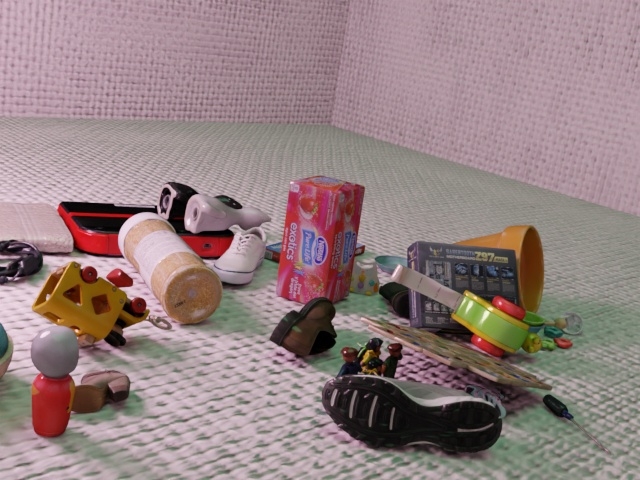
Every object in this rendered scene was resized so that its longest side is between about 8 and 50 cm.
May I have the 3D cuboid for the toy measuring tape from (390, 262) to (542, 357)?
[{"bbox_3d":[0.294,0.140,1.678,0.330,0.121,0.121,28,13,-9],"label":"toy measuring tape"}]

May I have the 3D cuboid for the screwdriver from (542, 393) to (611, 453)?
[{"bbox_3d":[0.430,0.304,1.436,0.025,0.024,0.170,-27,30,-17],"label":"screwdriver"}]

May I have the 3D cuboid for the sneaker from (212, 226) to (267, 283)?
[{"bbox_3d":[-0.181,0.028,1.936,0.094,0.091,0.258,11,15,4],"label":"sneaker"}]

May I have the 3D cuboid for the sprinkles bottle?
[{"bbox_3d":[-0.308,0.047,1.731,0.121,0.121,0.355,2,17,-27],"label":"sprinkles bottle"}]

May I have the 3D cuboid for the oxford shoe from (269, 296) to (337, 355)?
[{"bbox_3d":[-0.011,0.168,1.591,0.096,0.083,0.227,33,21,11],"label":"oxford shoe"}]

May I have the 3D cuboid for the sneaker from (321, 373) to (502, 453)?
[{"bbox_3d":[0.131,0.259,1.306,0.271,0.100,0.108,12,4,-8],"label":"sneaker"}]

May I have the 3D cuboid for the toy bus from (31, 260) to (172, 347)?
[{"bbox_3d":[-0.376,0.124,1.437,0.202,0.191,0.104,13,59,15],"label":"toy bus"}]

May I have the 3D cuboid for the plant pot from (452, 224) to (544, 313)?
[{"bbox_3d":[0.397,0.069,1.989,0.188,0.205,0.205,-1,8,29],"label":"plant pot"}]

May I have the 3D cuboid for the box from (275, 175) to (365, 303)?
[{"bbox_3d":[0.000,0.000,1.832,0.122,0.257,0.128,15,16,25],"label":"box"}]

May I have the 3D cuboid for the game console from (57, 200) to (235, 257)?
[{"bbox_3d":[-0.422,-0.029,2.094,0.386,0.060,0.342,2,13,-26],"label":"game console"}]

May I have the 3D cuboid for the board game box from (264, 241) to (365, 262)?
[{"bbox_3d":[-0.014,0.025,2.174,0.145,0.027,0.281,19,18,27],"label":"board game box"}]

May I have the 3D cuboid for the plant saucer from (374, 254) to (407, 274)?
[{"bbox_3d":[0.192,0.065,2.163,0.119,0.021,0.119,9,16,-3],"label":"plant saucer"}]

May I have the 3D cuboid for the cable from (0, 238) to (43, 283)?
[{"bbox_3d":[-0.637,0.041,1.720,0.150,0.047,0.184,4,18,0],"label":"cable"}]

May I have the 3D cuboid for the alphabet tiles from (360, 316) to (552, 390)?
[{"bbox_3d":[0.242,0.200,1.530,0.285,0.011,0.342,21,2,38],"label":"alphabet tiles"}]

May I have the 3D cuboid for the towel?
[{"bbox_3d":[-0.672,-0.029,1.935,0.187,0.049,0.282,0,19,-26],"label":"towel"}]

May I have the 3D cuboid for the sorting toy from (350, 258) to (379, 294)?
[{"bbox_3d":[0.095,0.080,1.947,0.083,0.075,0.045,11,15,6],"label":"sorting toy"}]

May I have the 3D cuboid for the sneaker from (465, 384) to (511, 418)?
[{"bbox_3d":[0.298,0.268,1.453,0.069,0.038,0.098,1,18,-27],"label":"sneaker"}]

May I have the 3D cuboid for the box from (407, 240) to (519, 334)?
[{"bbox_3d":[0.298,0.102,1.793,0.232,0.183,0.059,5,-18,-17],"label":"box"}]

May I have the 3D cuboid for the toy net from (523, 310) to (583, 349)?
[{"bbox_3d":[0.519,0.185,1.878,0.232,0.045,0.122,-4,20,-42],"label":"toy net"}]

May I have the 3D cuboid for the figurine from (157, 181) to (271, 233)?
[{"bbox_3d":[-0.251,-0.074,2.085,0.209,0.092,0.215,3,13,-40],"label":"figurine"}]

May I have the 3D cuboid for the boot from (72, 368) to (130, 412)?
[{"bbox_3d":[-0.336,0.217,1.264,0.118,0.042,0.087,2,10,-29],"label":"boot"}]

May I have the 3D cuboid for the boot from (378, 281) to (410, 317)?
[{"bbox_3d":[0.237,0.120,1.904,0.197,0.077,0.137,6,10,-17],"label":"boot"}]

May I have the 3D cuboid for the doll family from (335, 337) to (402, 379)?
[{"bbox_3d":[0.076,0.211,1.384,0.076,0.111,0.193,14,16,17],"label":"doll family"}]

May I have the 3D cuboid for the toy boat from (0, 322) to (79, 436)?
[{"bbox_3d":[-0.473,0.158,1.172,0.318,0.148,0.267,12,15,11],"label":"toy boat"}]
